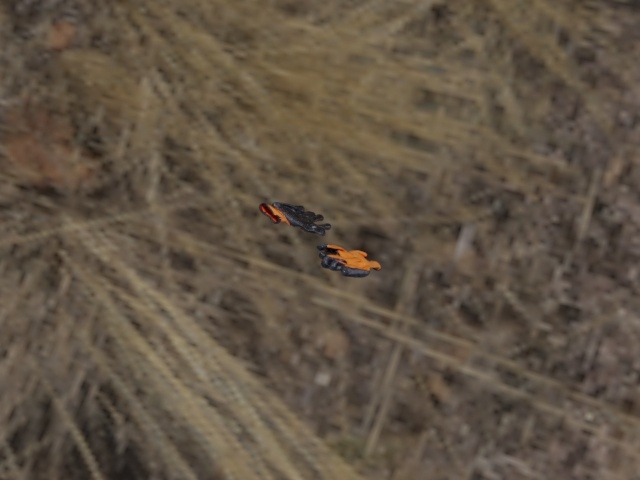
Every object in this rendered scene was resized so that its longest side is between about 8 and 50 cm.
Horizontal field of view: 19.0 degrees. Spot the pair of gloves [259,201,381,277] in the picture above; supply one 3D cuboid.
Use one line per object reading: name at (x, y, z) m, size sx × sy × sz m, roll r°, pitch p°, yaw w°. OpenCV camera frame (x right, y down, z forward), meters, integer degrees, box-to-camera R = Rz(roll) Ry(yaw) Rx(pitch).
pair of gloves at (0.000, 0.000, 1.333) m, size 0.010 × 0.083 × 0.074 m, roll -56°, pitch 157°, yaw 15°
